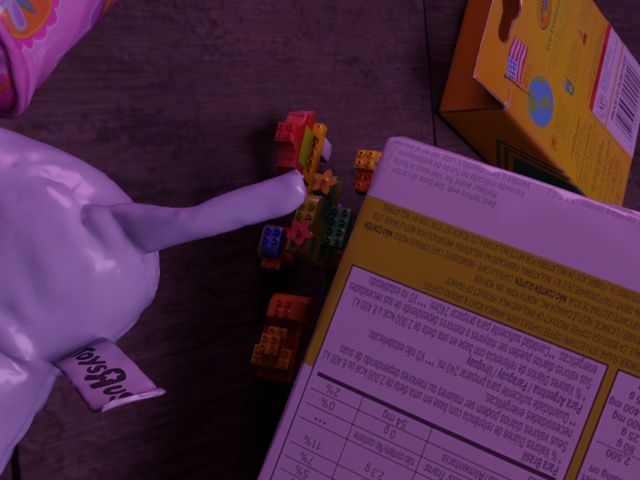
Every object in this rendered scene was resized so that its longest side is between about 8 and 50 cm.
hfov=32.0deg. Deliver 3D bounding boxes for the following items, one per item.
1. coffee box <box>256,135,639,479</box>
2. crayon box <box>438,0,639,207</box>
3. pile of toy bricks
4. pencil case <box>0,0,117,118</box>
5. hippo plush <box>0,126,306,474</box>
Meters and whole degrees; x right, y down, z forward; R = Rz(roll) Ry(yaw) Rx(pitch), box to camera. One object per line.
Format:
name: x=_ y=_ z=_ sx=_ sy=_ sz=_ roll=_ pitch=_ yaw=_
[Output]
coffee box: x=0.188 y=0.159 z=0.785 sx=0.338 sy=0.338 sz=0.334 roll=19 pitch=92 yaw=-65
crayon box: x=0.229 y=-0.167 z=1.157 sx=0.318 sy=0.081 sz=0.202 roll=37 pitch=62 yaw=-44
pile of toy bricks: x=0.000 y=0.000 z=0.847 sx=0.105 sy=0.118 sz=0.212 roll=45 pitch=54 yaw=-63
pencil case: x=-0.150 y=-0.198 z=0.685 sx=0.284 sy=0.124 sz=0.124 roll=-54 pitch=128 yaw=-34
hippo plush: x=-0.214 y=-0.005 z=0.517 sx=0.236 sy=0.294 sz=0.234 roll=43 pitch=70 yaw=-20
